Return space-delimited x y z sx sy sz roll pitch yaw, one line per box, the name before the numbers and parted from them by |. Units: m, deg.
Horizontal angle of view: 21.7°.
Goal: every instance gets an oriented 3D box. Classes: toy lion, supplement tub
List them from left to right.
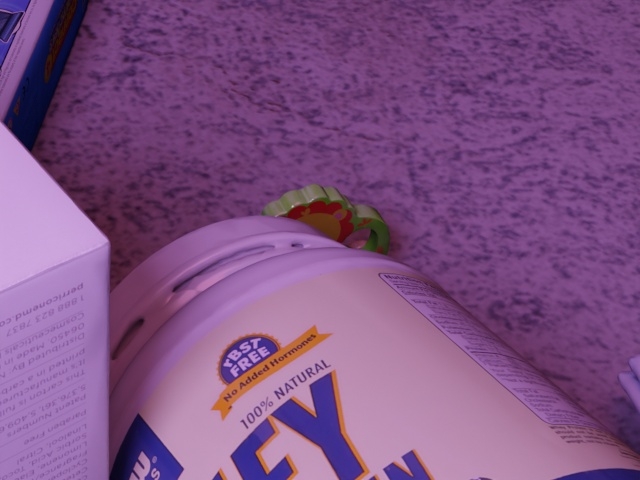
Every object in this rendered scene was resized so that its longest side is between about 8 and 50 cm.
toy lion | 0.000 0.000 1.105 0.100 0.096 0.034 -12 48 -20
supplement tub | 0.027 0.148 0.838 0.235 0.235 0.325 -20 38 -26

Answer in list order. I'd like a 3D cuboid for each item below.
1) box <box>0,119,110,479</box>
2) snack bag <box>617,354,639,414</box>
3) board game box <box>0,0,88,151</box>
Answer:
box | -0.225 0.090 0.802 0.168 0.345 0.215 -26 53 -29
snack bag | 0.370 0.153 0.950 0.342 0.037 0.323 6 18 -8
board game box | -0.348 -0.140 1.208 0.301 0.086 0.308 9 44 2
